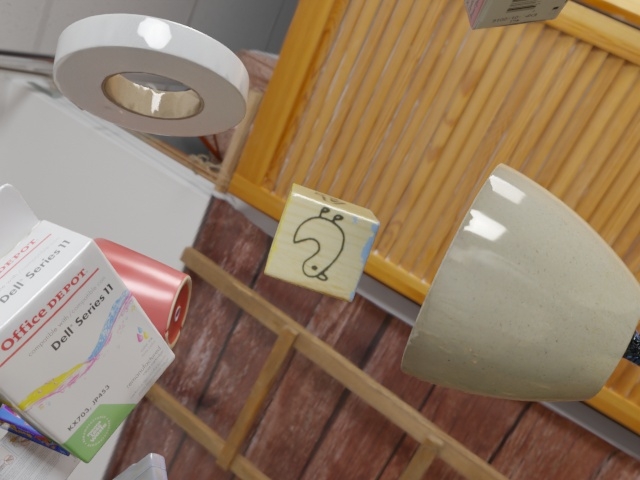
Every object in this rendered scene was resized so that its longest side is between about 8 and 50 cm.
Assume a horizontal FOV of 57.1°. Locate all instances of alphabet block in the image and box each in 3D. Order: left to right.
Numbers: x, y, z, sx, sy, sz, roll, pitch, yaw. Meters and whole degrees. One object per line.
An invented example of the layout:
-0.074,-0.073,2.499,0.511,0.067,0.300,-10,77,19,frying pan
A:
0.000,0.000,1.298,0.193,0.197,0.192,-105,33,-80,alphabet block

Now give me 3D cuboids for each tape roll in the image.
-0.344,-0.325,1.221,0.392,0.391,0.072,63,-149,-74,tape roll

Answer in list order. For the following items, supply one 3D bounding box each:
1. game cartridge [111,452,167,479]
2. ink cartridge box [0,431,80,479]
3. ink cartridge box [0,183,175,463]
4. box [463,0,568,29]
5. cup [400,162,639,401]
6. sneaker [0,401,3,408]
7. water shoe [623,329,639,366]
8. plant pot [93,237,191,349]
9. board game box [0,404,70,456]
-0.474,0.667,1.318,0.355,0.230,0.068,-39,-51,11,game cartridge
-0.754,0.538,1.508,0.261,0.066,0.296,56,-135,-25,ink cartridge box
-0.365,0.121,0.798,0.207,0.119,0.353,-53,-36,-30,ink cartridge box
0.247,-0.420,0.762,0.148,0.126,0.232,97,163,-75,box
0.292,0.089,0.821,0.331,0.237,0.331,-54,-20,-30,cup
-0.559,0.284,0.947,0.170,0.068,0.071,-62,10,-13,sneaker
0.689,0.231,1.268,0.203,0.080,0.073,25,-92,-37,water shoe
-0.464,0.153,1.450,0.275,0.243,0.275,-166,90,-89,plant pot
-0.646,0.334,1.493,0.078,0.233,0.347,107,-174,-48,board game box
